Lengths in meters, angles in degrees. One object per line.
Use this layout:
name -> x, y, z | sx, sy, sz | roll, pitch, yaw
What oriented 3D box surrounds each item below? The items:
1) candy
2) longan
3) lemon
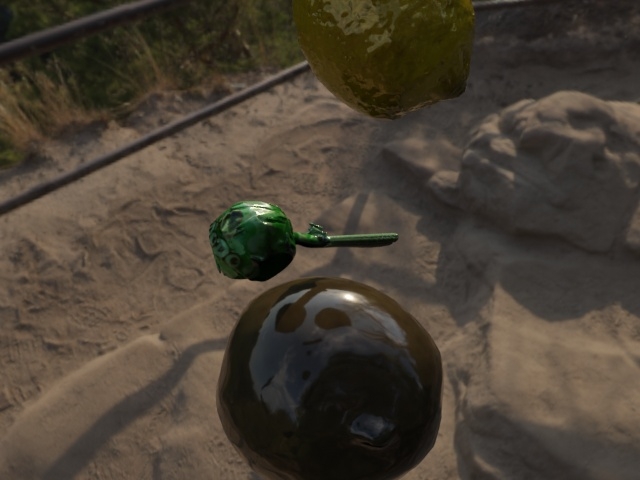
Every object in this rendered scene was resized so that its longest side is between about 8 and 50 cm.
candy -> -0.001, -0.002, 0.768 | 0.323, 0.097, 0.097 | 0, 39, -47
longan -> 0.015, 0.190, 0.783 | 0.296, 0.297, 0.297 | 4, 45, -4
lemon -> 0.064, -0.222, 0.622 | 0.193, 0.180, 0.181 | 30, 38, -27
